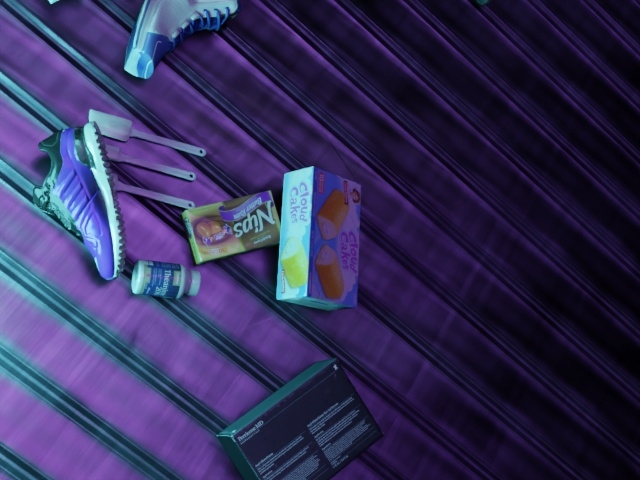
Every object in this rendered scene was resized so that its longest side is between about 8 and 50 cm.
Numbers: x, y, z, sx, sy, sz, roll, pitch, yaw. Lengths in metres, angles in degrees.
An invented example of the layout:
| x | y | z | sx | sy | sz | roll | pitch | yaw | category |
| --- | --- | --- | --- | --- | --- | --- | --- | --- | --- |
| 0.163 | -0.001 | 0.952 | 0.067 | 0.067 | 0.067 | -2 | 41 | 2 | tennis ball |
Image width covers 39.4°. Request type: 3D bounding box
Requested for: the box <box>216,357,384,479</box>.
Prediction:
| x | y | z | sx | sy | sz | roll | pitch | yaw | category |
| --- | --- | --- | --- | --- | --- | --- | --- | --- | --- |
| -0.037 | 0.375 | 1.722 | 0.261 | 0.103 | 0.184 | -33 | 96 | -26 | box |

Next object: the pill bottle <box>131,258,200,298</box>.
| x | y | z | sx | sy | sz | roll | pitch | yaw | category |
| --- | --- | --- | --- | --- | --- | --- | --- | --- | --- |
| -0.292 | 0.075 | 1.694 | 0.120 | 0.067 | 0.067 | 8 | 75 | -22 | pill bottle |

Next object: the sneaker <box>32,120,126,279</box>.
| x | y | z | sx | sy | sz | roll | pitch | yaw | category |
| --- | --- | --- | --- | --- | --- | --- | --- | --- | --- |
| -0.448 | -0.063 | 1.646 | 0.146 | 0.102 | 0.293 | -12 | 92 | -6 | sneaker |

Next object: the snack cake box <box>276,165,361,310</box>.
| x | y | z | sx | sy | sz | roll | pitch | yaw | category |
| --- | --- | --- | --- | --- | --- | --- | --- | --- | --- |
| 0.000 | 0.000 | 1.804 | 0.152 | 0.089 | 0.264 | 16 | 71 | -44 | snack cake box |

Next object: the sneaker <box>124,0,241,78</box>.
| x | y | z | sx | sy | sz | roll | pitch | yaw | category |
| --- | --- | --- | --- | --- | --- | --- | --- | --- | --- |
| -0.261 | -0.460 | 1.796 | 0.182 | 0.127 | 0.315 | 23 | 68 | -16 | sneaker |

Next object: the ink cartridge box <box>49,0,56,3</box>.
| x | y | z | sx | sy | sz | roll | pitch | yaw | category |
| --- | --- | --- | --- | --- | --- | --- | --- | --- | --- |
| -0.507 | -0.537 | 1.722 | 0.090 | 0.092 | 0.143 | -36 | 93 | -26 | ink cartridge box |

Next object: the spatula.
| x | y | z | sx | sy | sz | roll | pitch | yaw | category |
| --- | --- | --- | --- | --- | --- | --- | --- | --- | --- |
| -0.350 | -0.147 | 1.749 | 0.242 | 0.019 | 0.168 | 16 | 67 | -21 | spatula |

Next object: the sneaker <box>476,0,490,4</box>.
| x | y | z | sx | sy | sz | roll | pitch | yaw | category |
| --- | --- | --- | --- | --- | --- | --- | --- | --- | --- |
| 0.437 | -0.674 | 2.186 | 0.106 | 0.078 | 0.234 | 16 | 70 | -18 | sneaker |

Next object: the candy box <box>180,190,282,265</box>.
| x | y | z | sx | sy | sz | roll | pitch | yaw | category |
| --- | --- | --- | --- | --- | --- | --- | --- | --- | --- |
| -0.174 | -0.025 | 1.779 | 0.187 | 0.053 | 0.109 | -14 | 85 | -25 | candy box |
